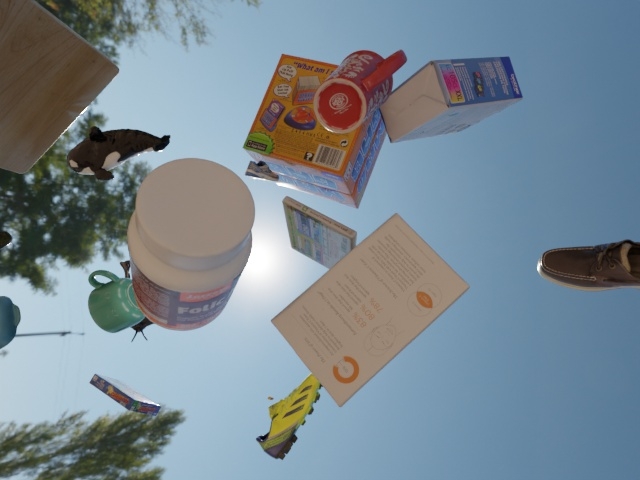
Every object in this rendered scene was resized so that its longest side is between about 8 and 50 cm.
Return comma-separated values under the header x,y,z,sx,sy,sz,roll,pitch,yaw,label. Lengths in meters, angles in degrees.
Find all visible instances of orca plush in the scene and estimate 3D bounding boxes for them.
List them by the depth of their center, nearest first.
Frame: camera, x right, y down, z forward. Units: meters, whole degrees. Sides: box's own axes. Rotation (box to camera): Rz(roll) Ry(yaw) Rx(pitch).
x,y,z,sx,sy,sz,roll,pitch,yaw,label
-0.532,-0.236,1.041,0.288,0.102,0.151,4,-114,20,orca plush

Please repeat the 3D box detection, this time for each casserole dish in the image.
x,y,z,sx,sy,sz,roll,pitch,yaw,label
-0.676,0.174,0.791,0.189,0.037,0.114,-24,-113,-8,casserole dish

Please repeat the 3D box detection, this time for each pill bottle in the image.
x,y,z,sx,sy,sz,roll,pitch,yaw,label
-0.261,0.026,0.832,0.392,0.224,0.223,-53,-130,57,pill bottle

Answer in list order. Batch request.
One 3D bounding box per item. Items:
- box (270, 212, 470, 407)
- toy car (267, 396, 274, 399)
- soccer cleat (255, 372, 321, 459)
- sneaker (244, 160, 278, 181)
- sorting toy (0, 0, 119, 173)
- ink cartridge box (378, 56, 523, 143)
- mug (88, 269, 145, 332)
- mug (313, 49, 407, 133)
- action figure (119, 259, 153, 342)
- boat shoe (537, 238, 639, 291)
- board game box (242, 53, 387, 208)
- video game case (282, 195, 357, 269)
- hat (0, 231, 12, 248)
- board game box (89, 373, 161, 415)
x,y,z,sx,sy,sz,roll,pitch,yaw,label
0.103,0.146,0.890,0.345,0.168,0.215,-40,-105,-7,box
-0.182,0.697,1.705,0.122,0.040,0.060,28,-99,19,toy car
-0.090,0.497,1.217,0.121,0.093,0.289,30,-89,14,soccer cleat
-0.176,-0.220,1.306,0.052,0.135,0.058,13,-85,34,sneaker
-0.491,-0.251,0.615,0.257,0.255,0.089,-45,-103,4,sorting toy
0.422,-0.438,1.300,0.270,0.396,0.151,-19,-94,61,ink cartridge box
-0.517,0.154,1.064,0.098,0.157,0.129,-24,-131,10,mug
0.064,-0.275,0.728,0.113,0.169,0.150,31,-50,1,mug
-0.629,0.209,1.445,0.141,0.164,0.275,150,-63,-71,action figure
0.571,0.043,0.787,0.285,0.092,0.102,7,-120,34,boat shoe
0.008,-0.371,1.475,0.357,0.356,0.356,19,-97,17,board game box
0.000,0.000,1.016,0.193,0.212,0.023,28,-117,19,video game case
-0.929,0.071,1.013,0.332,0.331,0.133,10,-73,42,hat
-0.637,0.504,1.357,0.201,0.136,0.035,17,-112,27,board game box
